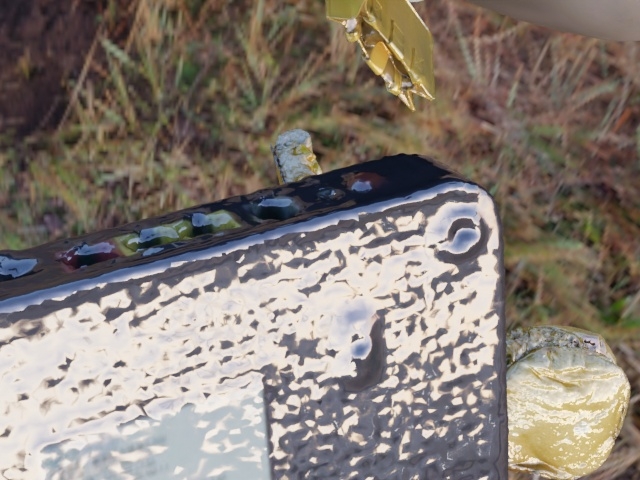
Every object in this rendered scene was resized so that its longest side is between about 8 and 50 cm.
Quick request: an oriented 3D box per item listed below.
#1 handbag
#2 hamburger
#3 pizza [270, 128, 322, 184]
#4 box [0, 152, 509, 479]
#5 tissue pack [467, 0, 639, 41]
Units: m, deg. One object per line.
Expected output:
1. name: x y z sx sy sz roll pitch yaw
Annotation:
1. handbag: 0.035 -0.117 0.874 0.027 0.083 0.061 -27 37 21
2. hamburger: 0.208 0.148 1.464 0.138 0.147 0.083 6 22 -16
3. pizza: 0.000 0.000 1.186 0.041 0.131 0.178 -14 82 -5
4. box: -0.078 0.095 0.698 0.350 0.211 0.058 -16 29 -21
5. tissue pack: 0.133 -0.251 0.813 0.267 0.387 0.277 -24 114 -11
